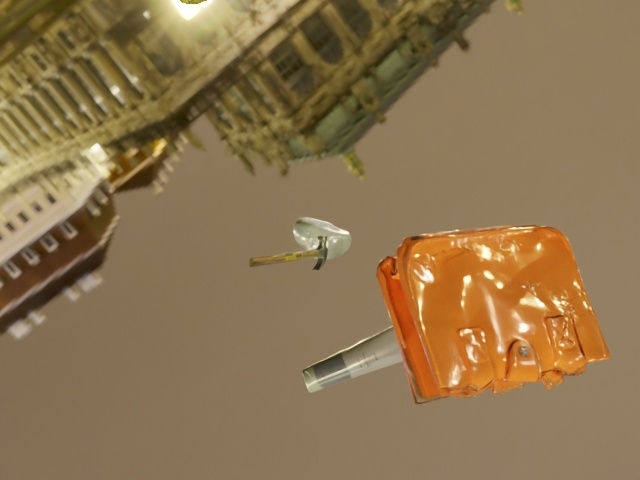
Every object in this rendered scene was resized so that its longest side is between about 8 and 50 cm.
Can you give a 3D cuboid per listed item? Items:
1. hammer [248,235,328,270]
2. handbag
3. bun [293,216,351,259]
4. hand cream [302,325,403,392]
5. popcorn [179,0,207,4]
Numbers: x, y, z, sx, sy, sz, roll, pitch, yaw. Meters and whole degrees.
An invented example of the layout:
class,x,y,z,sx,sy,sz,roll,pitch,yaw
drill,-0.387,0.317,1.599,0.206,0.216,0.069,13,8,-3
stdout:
class,x,y,z,sx,sy,sz,roll,pitch,yaw
hammer,-0.055,0.032,1.697,0.182,0.062,0.017,-9,-168,-43
handbag,0.315,0.129,1.747,0.410,0.304,0.116,-4,156,-30
bun,0.000,0.000,2.233,0.141,0.140,0.083,-125,-128,-72
hand cream,0.087,0.244,1.980,0.255,0.079,0.048,-22,-169,-1
popcorn,-0.285,-0.584,2.144,0.116,0.106,0.120,-38,167,21
